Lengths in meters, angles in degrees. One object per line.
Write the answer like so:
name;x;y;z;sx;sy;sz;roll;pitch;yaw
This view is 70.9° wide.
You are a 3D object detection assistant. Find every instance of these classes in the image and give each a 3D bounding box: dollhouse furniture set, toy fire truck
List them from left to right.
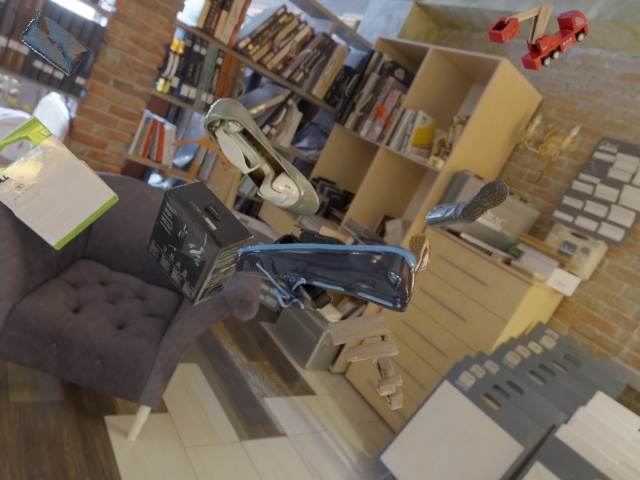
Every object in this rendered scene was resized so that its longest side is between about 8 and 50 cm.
dollhouse furniture set;0.096;0.268;0.963;0.123;0.151;0.144;-10;39;-5
toy fire truck;0.456;-0.434;0.933;0.135;0.192;0.047;53;2;-33

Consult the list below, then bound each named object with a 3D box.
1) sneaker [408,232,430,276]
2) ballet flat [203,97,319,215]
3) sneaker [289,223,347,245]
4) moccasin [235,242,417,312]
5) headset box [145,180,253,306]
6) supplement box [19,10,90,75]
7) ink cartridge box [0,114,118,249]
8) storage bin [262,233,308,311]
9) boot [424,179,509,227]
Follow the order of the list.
sneaker;0.271;0.067;1.267;0.070;0.185;0.083;1;-45;40
ballet flat;-0.082;-0.098;0.628;0.213;0.072;0.068;49;34;-26
sneaker;-0.001;0.003;1.191;0.170;0.051;0.089;22;2;-2
moccasin;-0.012;0.065;0.761;0.342;0.116;0.138;0;-4;35
headset box;-0.356;0.002;1.307;0.246;0.283;0.131;45;39;15
supplement box;-0.438;-0.323;0.744;0.083;0.056;0.083;39;-4;-35
ink cartridge box;-0.641;-0.136;1.049;0.097;0.189;0.255;24;-26;51
storage bin;-0.066;0.083;1.180;0.180;0.084;0.122;37;47;18
boot;0.422;-0.099;1.320;0.076;0.190;0.208;59;-10;0
